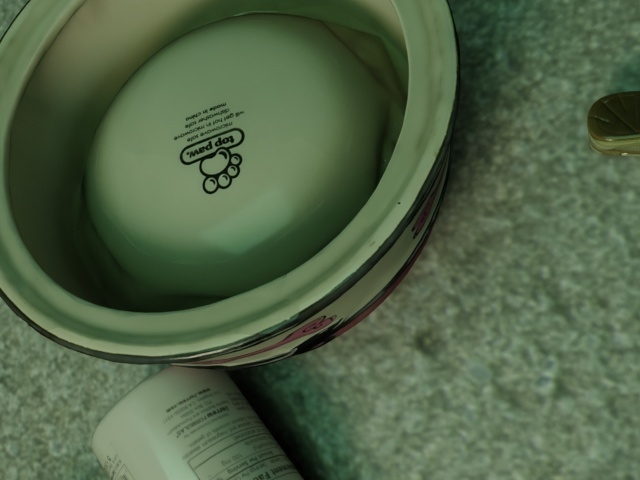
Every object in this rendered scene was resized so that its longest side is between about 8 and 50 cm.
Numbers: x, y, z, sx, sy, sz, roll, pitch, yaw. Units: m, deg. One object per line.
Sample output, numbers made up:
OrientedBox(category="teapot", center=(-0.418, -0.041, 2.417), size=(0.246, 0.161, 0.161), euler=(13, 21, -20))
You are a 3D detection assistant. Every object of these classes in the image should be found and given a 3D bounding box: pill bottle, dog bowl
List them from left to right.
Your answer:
OrientedBox(category="pill bottle", center=(-0.076, 0.221, 0.834), size=(0.131, 0.131, 0.229), euler=(-43, 68, 12))
OrientedBox(category="dog bowl", center=(-0.075, -0.079, 0.826), size=(0.408, 0.150, 0.408), euler=(-7, 65, 16))

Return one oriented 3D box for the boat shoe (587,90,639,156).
OrientedBox(category="boat shoe", center=(0.284, -0.086, 0.780), size=(0.153, 0.048, 0.056), euler=(-3, 69, 16))
